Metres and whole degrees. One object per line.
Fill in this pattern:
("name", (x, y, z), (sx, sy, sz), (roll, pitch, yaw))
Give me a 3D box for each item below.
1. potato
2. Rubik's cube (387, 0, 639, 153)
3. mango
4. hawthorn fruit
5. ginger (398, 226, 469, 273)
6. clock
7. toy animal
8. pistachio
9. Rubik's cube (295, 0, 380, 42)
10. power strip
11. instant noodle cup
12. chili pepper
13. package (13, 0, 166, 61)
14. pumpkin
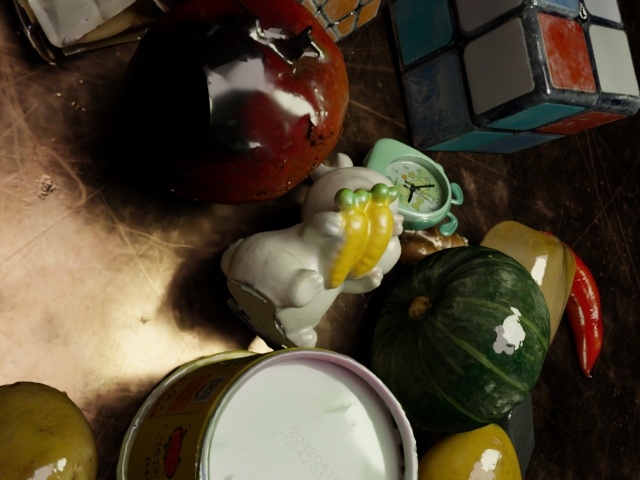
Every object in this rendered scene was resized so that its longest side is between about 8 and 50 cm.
("potato", (-0.309, 0.243, 0.724), (0.203, 0.158, 0.178), (-35, 101, -43))
("Rubik's cube", (0.354, -0.349, 1.296), (0.316, 0.318, 0.313), (-3, 81, -38))
("mango", (0.229, 0.436, 1.056), (0.211, 0.173, 0.317), (-3, 91, -18))
("hawthorn fruit", (-0.115, -0.180, 0.903), (0.316, 0.316, 0.316), (11, 71, -35))
("ginger", (0.190, 0.027, 1.223), (0.162, 0.073, 0.103), (17, 51, -20))
("clock", (0.154, -0.081, 1.189), (0.188, 0.060, 0.148), (26, 54, -5))
("toy animal", (0.006, 0.003, 0.989), (0.310, 0.247, 0.183), (-51, 119, -24))
("pistachio", (0.365, 0.099, 1.292), (0.213, 0.163, 0.260), (13, 82, -13))
("Rubik's cube", (-0.042, -0.440, 1.042), (0.319, 0.319, 0.264), (-62, 143, -31))
("power strip", (0.312, 0.313, 1.171), (0.105, 0.070, 0.256), (-57, 145, -34))
("instant noodle cup", (-0.053, 0.268, 0.808), (0.325, 0.254, 0.325), (8, 69, -22))
("chili pepper", (0.512, 0.103, 1.444), (0.137, 0.092, 0.368), (-42, 102, -26))
("package", (-0.347, -0.401, 0.892), (0.165, 0.221, 0.311), (-27, 98, 0))
("pumpkin", (0.214, 0.148, 1.065), (0.207, 0.300, 0.300), (33, 60, -20))
